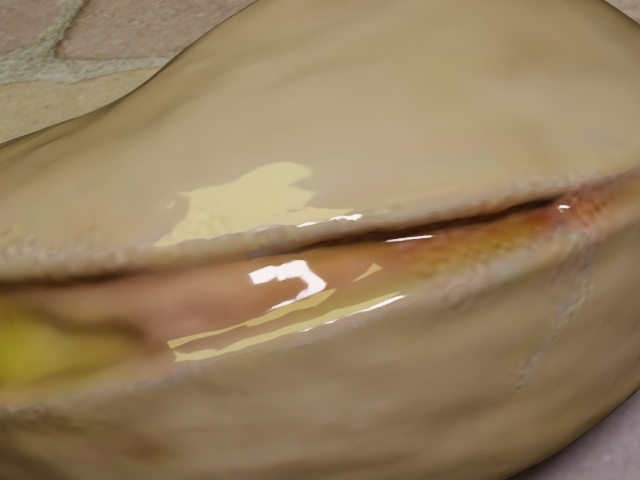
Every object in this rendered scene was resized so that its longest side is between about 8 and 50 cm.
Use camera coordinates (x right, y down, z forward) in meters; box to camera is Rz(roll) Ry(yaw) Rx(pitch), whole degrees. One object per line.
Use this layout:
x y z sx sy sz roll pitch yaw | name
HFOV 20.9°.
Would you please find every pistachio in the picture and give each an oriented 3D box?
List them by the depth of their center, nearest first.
0.000 0.000 0.872 0.446 0.281 0.365 -15 4 -15 | pistachio
